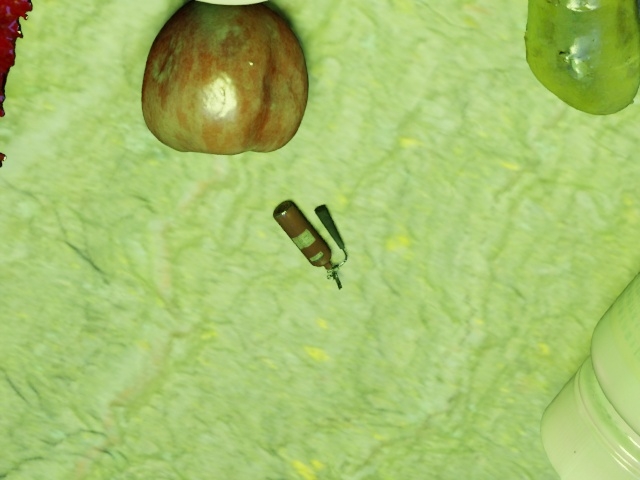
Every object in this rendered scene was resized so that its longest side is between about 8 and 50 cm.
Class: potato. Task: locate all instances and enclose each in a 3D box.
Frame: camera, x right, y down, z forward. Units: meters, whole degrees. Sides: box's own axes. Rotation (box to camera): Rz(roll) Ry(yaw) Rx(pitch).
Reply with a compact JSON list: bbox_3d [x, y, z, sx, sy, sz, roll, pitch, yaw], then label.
[{"bbox_3d":[0.230,-0.195,1.554,0.105,0.085,0.188,4,123,12],"label":"potato"}]

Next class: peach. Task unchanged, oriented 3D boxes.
[{"bbox_3d":[-0.084,-0.152,1.597,0.152,0.152,0.152,3,124,4],"label":"peach"}]

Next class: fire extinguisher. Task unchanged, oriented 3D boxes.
[{"bbox_3d":[-0.001,-0.003,1.745,0.046,0.032,0.100,-44,114,-9],"label":"fire extinguisher"}]

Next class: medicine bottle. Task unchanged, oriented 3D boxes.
[{"bbox_3d":[0.382,0.091,1.655,0.213,0.213,0.378,27,123,-12],"label":"medicine bottle"}]

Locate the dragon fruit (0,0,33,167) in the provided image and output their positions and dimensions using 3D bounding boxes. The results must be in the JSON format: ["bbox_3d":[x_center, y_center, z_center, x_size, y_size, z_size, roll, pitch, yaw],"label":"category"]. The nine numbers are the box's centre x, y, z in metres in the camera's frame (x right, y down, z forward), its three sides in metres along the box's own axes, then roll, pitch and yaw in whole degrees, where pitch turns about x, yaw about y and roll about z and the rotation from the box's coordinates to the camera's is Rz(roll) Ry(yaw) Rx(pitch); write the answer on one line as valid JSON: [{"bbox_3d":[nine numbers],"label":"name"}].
[{"bbox_3d":[-0.370,-0.256,1.564,0.282,0.100,0.343,17,121,-4],"label":"dragon fruit"}]

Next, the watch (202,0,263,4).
[{"bbox_3d":[-0.060,-0.314,1.464,0.248,0.211,0.217,2,142,14],"label":"watch"}]
